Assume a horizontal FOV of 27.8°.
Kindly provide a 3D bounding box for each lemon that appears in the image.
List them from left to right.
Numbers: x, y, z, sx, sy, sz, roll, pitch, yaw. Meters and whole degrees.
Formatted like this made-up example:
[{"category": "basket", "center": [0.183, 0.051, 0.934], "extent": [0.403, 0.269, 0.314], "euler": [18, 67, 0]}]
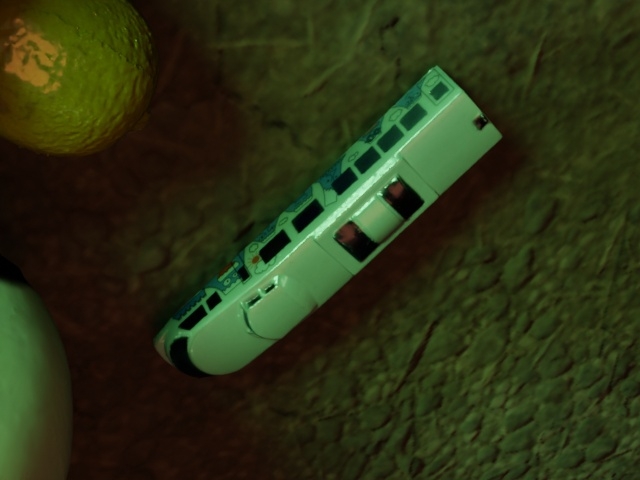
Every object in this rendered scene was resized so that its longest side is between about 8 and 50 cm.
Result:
[{"category": "lemon", "center": [-0.111, -0.076, 0.530], "extent": [0.110, 0.082, 0.082], "euler": [25, 111, -39]}]

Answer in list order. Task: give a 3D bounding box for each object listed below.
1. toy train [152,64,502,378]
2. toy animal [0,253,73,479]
[{"category": "toy train", "center": [0.000, 0.000, 0.658], "extent": [0.207, 0.047, 0.043], "euler": [-43, 128, 7]}, {"category": "toy animal", "center": [-0.211, 0.118, 0.547], "extent": [0.212, 0.212, 0.267], "euler": [-8, 131, -19]}]
